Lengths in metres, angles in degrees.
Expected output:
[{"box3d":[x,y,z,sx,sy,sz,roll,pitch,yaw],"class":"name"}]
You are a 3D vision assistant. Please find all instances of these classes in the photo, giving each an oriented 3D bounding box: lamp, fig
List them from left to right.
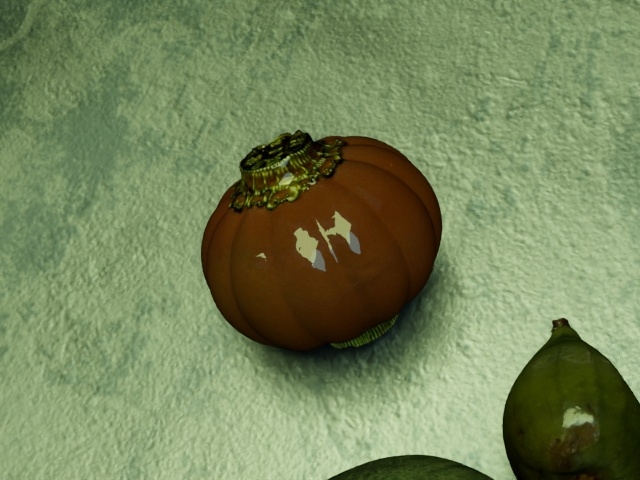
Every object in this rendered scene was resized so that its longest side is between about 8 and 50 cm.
[{"box3d":[0.000,0.000,1.209,0.223,0.197,0.223,-22,25,11],"class":"lamp"},{"box3d":[0.205,0.150,1.158,0.126,0.133,0.185,-46,25,5],"class":"fig"}]

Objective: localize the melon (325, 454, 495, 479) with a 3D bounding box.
[{"box3d":[0.043,0.302,1.036,0.237,0.237,0.302,35,76,24],"class":"melon"}]
